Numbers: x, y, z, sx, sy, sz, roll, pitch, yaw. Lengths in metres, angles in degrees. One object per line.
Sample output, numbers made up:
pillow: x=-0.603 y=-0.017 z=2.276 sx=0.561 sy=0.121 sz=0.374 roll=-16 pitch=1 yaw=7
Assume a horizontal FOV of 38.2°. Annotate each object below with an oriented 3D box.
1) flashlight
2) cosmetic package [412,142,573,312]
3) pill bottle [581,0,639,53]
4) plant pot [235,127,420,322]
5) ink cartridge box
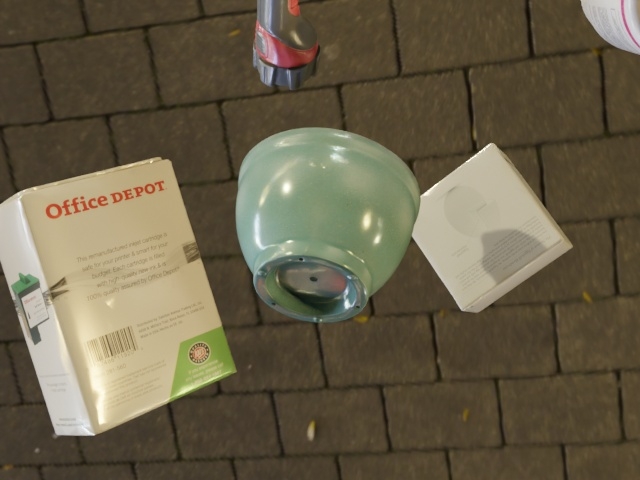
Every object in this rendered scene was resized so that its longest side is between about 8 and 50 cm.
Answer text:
flashlight: x=-0.041 y=-0.351 z=1.293 sx=0.103 sy=0.103 sz=0.304 roll=13 pitch=142 yaw=3
cosmetic package: x=0.309 y=-0.018 z=1.733 sx=0.224 sy=0.138 sz=0.225 roll=-37 pitch=70 yaw=15
pill bottle: x=0.437 y=-0.320 z=1.198 sx=0.160 sy=0.283 sz=0.160 roll=0 pitch=106 yaw=1
plant pot: x=0.000 y=0.000 z=1.414 sx=0.293 sy=0.196 sz=0.293 roll=6 pitch=142 yaw=5
ink cartridge box: x=-0.193 y=0.049 z=0.862 sx=0.092 sy=0.160 sz=0.219 roll=-14 pitch=93 yaw=49
